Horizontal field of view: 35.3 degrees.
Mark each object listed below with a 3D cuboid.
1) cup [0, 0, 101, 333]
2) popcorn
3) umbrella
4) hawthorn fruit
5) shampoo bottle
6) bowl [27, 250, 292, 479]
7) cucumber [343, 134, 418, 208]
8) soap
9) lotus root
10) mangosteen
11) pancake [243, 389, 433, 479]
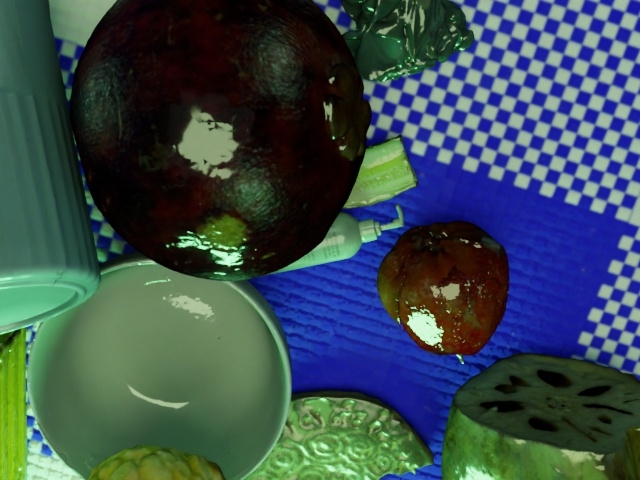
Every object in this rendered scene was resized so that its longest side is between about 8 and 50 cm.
[{"bbox_3d":[-0.392,-0.064,0.961,0.331,0.257,0.311,-16,78,-2],"label":"cup"},{"bbox_3d":[-0.173,0.296,1.037,0.180,0.170,0.180,0,89,7],"label":"popcorn"},{"bbox_3d":[0.070,-0.338,1.026,0.143,0.094,0.349,-17,112,-14],"label":"umbrella"},{"bbox_3d":[0.142,0.062,1.120,0.148,0.148,0.172,-17,117,5],"label":"hawthorn fruit"},{"bbox_3d":[0.000,0.000,1.143,0.195,0.056,0.056,-10,105,4],"label":"shampoo bottle"},{"bbox_3d":[-0.172,0.137,1.138,0.286,0.144,0.287,0,106,0],"label":"bowl"},{"bbox_3d":[0.051,-0.075,1.133,0.107,0.035,0.067,-20,116,11],"label":"cucumber"},{"bbox_3d":[-0.389,0.213,1.164,0.073,0.140,0.232,6,106,2],"label":"soap"},{"bbox_3d":[0.262,0.320,1.140,0.250,0.250,0.346,-3,106,1],"label":"lotus root"},{"bbox_3d":[-0.127,-0.109,0.998,0.359,0.306,0.306,-6,107,23],"label":"mangosteen"},{"bbox_3d":[0.008,0.319,1.248,0.286,0.033,0.288,-25,105,6],"label":"pancake"}]
